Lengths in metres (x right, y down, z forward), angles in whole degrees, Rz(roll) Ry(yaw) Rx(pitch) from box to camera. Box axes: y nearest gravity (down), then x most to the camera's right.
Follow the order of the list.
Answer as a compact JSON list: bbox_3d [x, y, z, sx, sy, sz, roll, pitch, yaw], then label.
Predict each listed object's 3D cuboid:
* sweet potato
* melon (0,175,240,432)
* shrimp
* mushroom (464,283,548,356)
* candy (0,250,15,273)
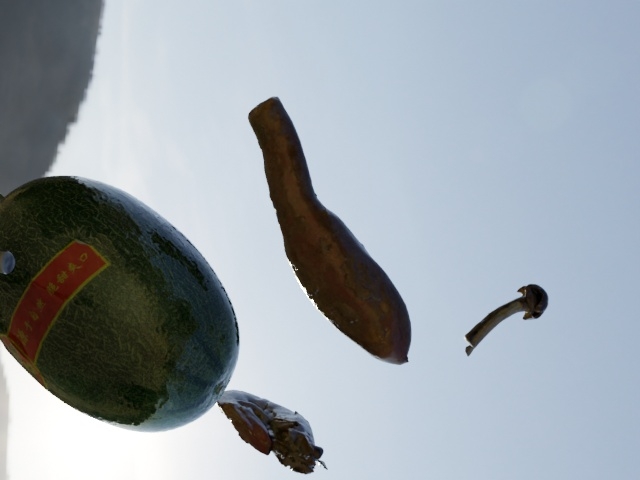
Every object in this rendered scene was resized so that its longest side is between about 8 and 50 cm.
[{"bbox_3d":[0.000,0.000,1.346,0.385,0.109,0.109,58,-32,-1],"label":"sweet potato"},{"bbox_3d":[-0.195,0.047,0.911,0.287,0.182,0.182,39,-54,23],"label":"melon"},{"bbox_3d":[-0.072,0.258,1.435,0.063,0.152,0.287,-62,-166,-3],"label":"shrimp"},{"bbox_3d":[0.314,0.136,1.795,0.060,0.187,0.061,60,-16,2],"label":"mushroom"},{"bbox_3d":[-0.382,-0.007,0.766,0.124,0.365,0.124,7,90,-72],"label":"candy"}]
